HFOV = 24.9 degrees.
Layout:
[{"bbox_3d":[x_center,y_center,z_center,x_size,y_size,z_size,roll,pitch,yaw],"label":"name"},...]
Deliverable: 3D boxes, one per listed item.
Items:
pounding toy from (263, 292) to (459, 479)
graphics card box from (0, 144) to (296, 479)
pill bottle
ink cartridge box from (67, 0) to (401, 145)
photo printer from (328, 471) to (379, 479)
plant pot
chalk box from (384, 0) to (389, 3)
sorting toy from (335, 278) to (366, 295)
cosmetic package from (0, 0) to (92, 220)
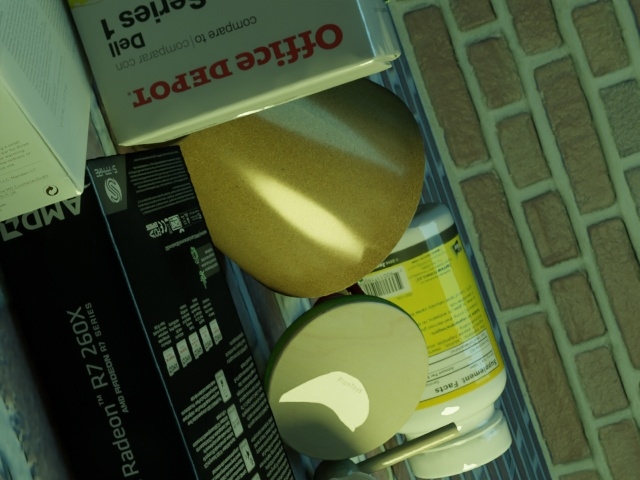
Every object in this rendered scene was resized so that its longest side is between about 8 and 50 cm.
[{"bbox_3d":[0.020,0.146,1.541,0.110,0.183,0.237,43,-19,57],"label":"pounding toy"},{"bbox_3d":[-0.115,0.117,1.092,0.233,0.094,0.371,-35,107,-77],"label":"graphics card box"},{"bbox_3d":[0.133,0.133,1.913,0.188,0.188,0.334,-49,120,-76],"label":"pill bottle"},{"bbox_3d":[-0.083,-0.227,1.035,0.117,0.201,0.278,-39,111,-77],"label":"ink cartridge box"},{"bbox_3d":[0.073,0.403,1.457,0.307,0.107,0.256,-95,161,-47],"label":"photo printer"},{"bbox_3d":[-0.064,-0.093,1.379,0.254,0.237,0.237,29,42,-51],"label":"plant pot"},{"bbox_3d":[0.015,-0.295,1.949,0.132,0.213,0.132,-82,151,-63],"label":"chalk box"},{"bbox_3d":[0.000,0.000,1.654,0.132,0.046,0.274,52,-8,-14],"label":"sorting toy"},{"bbox_3d":[-0.256,-0.237,0.984,0.377,0.097,0.284,-95,165,-46],"label":"cosmetic package"}]
